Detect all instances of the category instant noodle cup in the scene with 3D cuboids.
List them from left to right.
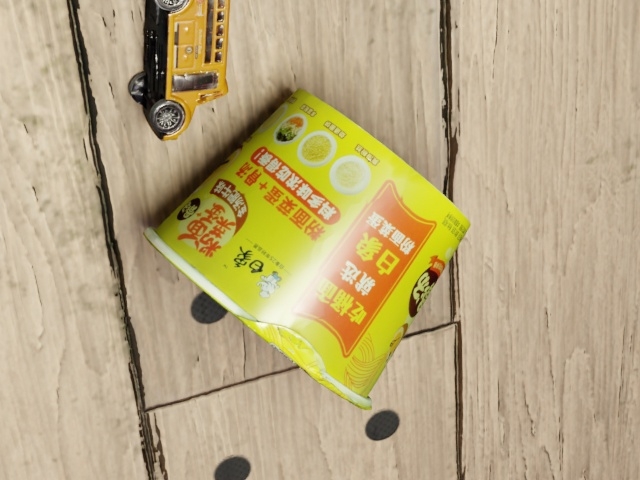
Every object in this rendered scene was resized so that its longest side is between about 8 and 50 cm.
[{"bbox_3d":[0.000,0.000,1.603,0.311,0.311,0.221,38,90,-36],"label":"instant noodle cup"}]

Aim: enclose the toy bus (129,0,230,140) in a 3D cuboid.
[{"bbox_3d":[-0.136,-0.199,1.535,0.088,0.083,0.194,-7,121,-22],"label":"toy bus"}]
